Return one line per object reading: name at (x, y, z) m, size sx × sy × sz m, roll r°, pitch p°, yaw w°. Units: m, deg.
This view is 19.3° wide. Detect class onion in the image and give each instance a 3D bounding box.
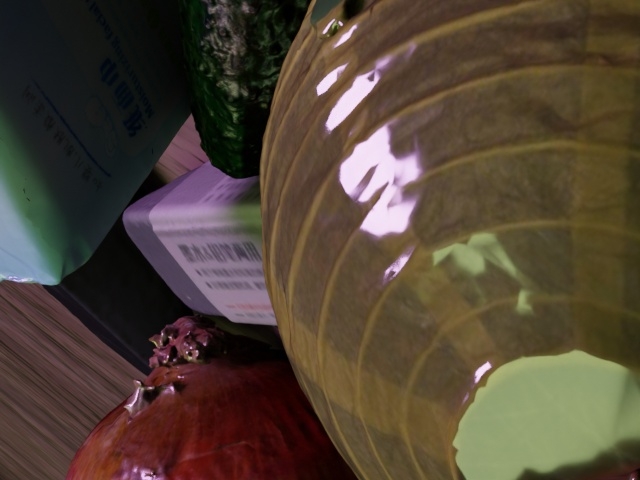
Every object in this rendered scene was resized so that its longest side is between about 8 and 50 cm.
onion at (-0.056, 0.123, 1.132) m, size 0.230 × 0.230 × 0.163 m, roll -20°, pitch 89°, yaw 67°

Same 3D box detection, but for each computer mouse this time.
computer mouse at (-0.159, -0.013, 1.202) m, size 0.269 × 0.086 × 0.137 m, roll 48°, pitch 168°, yaw -31°

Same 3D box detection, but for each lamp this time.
lamp at (0.092, 0.003, 0.509) m, size 0.250 × 0.284 × 0.250 m, roll 14°, pitch 130°, yaw 18°

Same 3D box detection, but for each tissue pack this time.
tissue pack at (-0.155, -0.129, 0.867) m, size 0.089 × 0.177 × 0.263 m, roll 1°, pitch 135°, yaw 35°

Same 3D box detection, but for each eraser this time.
eraser at (0.000, 0.000, 0.976) m, size 0.089 × 0.061 × 0.352 m, roll 52°, pitch 158°, yaw -19°

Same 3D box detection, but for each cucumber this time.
cucumber at (-0.031, -0.094, 0.858) m, size 0.067 × 0.067 × 0.293 m, roll 39°, pitch 158°, yaw 15°
